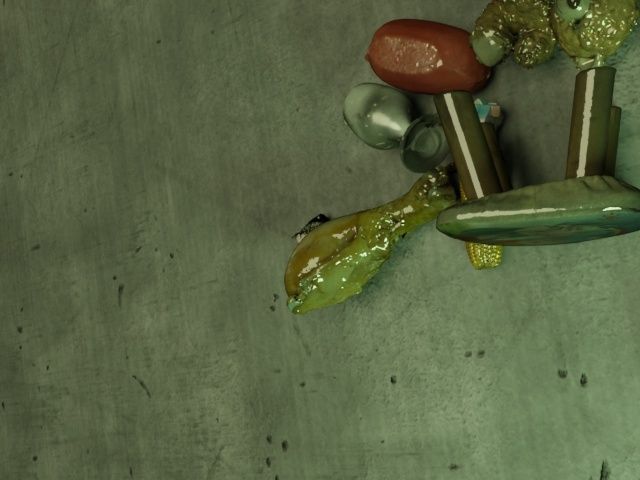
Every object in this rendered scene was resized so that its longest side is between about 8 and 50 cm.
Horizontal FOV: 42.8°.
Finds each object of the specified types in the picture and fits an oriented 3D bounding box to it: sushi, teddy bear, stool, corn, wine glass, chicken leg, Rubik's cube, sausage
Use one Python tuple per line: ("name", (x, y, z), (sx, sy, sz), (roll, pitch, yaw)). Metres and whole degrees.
("sushi", (0.000, 0.000, 1.765), (0.083, 0.056, 0.085), (-46, 62, 21))
("teddy bear", (0.405, -0.394, 1.371), (0.256, 0.156, 0.267), (34, 120, 32))
("stool", (0.351, -0.115, 1.294), (0.310, 0.310, 0.226), (-4, 83, 21))
("corn", (0.299, -0.062, 1.505), (0.080, 0.080, 0.231), (-7, 85, 39))
("wine glass", (0.142, -0.223, 1.569), (0.241, 0.126, 0.126), (46, 118, 51))
("chicken leg", (0.106, -0.010, 1.603), (0.429, 0.201, 0.153), (-34, 70, 20))
("Rubik's cube", (0.297, -0.225, 1.513), (0.075, 0.084, 0.073), (17, 73, 22))
("sausage", (0.197, -0.349, 1.555), (0.254, 0.148, 0.148), (17, 100, 39))
